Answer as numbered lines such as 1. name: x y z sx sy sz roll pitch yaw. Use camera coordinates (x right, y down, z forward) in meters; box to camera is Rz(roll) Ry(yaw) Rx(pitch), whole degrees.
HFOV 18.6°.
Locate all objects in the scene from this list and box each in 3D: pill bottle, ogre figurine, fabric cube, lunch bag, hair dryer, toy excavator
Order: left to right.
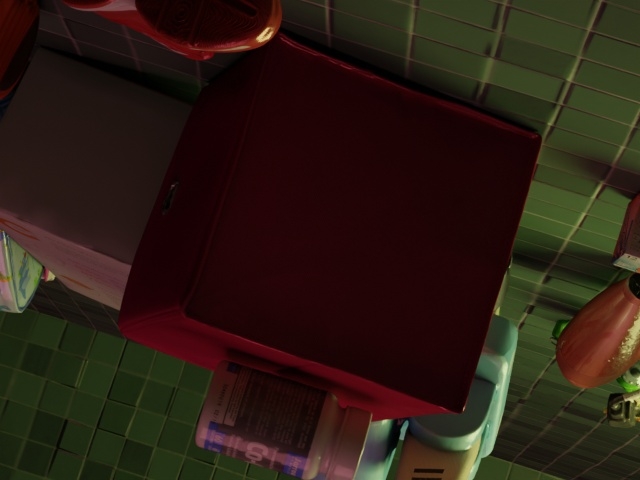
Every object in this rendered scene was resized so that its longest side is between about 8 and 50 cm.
1. lunch bag: -0.340 -0.043 2.047 0.090 0.176 0.219 3 130 5
2. pill bottle: -0.030 0.156 1.645 0.137 0.078 0.078 17 169 2
3. fabric cube: 0.000 0.000 1.692 0.259 0.254 0.258 21 169 -13
4. toy excavator: 0.090 0.200 1.910 0.433 0.445 0.222 15 141 9
5. ogre figurine: 0.353 0.146 2.280 0.118 0.097 0.197 32 164 37
6. hair dryer: 0.362 0.101 2.085 0.224 0.080 0.293 -24 149 17

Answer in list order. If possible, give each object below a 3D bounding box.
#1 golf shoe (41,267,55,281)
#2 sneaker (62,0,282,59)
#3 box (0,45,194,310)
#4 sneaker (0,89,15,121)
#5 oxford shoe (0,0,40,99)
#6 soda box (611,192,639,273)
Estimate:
1. golf shoe: -0.355 -0.002 2.550 0.115 0.140 0.306 11 168 27
2. sneaker: -0.084 -0.178 1.462 0.221 0.087 0.128 25 -176 40
3. box: -0.181 -0.030 1.987 0.215 0.168 0.345 22 169 15
4. sneaker: -0.405 -0.174 1.958 0.229 0.087 0.092 25 176 2
5. oxford shoe: -0.336 -0.205 1.574 0.133 0.130 0.363 23 170 9
6. soda box: 0.351 0.017 1.707 0.183 0.063 0.058 18 169 0
